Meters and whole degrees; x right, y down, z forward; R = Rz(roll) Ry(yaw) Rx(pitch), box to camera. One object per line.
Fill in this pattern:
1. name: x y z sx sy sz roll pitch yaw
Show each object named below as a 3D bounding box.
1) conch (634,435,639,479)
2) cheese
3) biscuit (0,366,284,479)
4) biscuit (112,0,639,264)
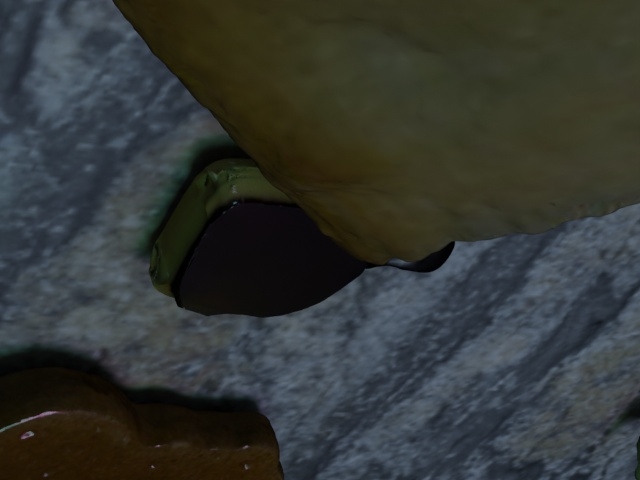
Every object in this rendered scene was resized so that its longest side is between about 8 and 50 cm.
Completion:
1. conch: 0.333 0.090 1.027 0.137 0.143 0.250 37 134 -5
2. cheese: 0.000 0.001 0.791 0.163 0.036 0.086 5 130 -35
3. biscuit: -0.158 0.133 0.848 0.186 0.044 0.295 -46 140 18
4. biscuit: 0.106 -0.153 0.514 0.429 0.104 0.446 -12 144 23
